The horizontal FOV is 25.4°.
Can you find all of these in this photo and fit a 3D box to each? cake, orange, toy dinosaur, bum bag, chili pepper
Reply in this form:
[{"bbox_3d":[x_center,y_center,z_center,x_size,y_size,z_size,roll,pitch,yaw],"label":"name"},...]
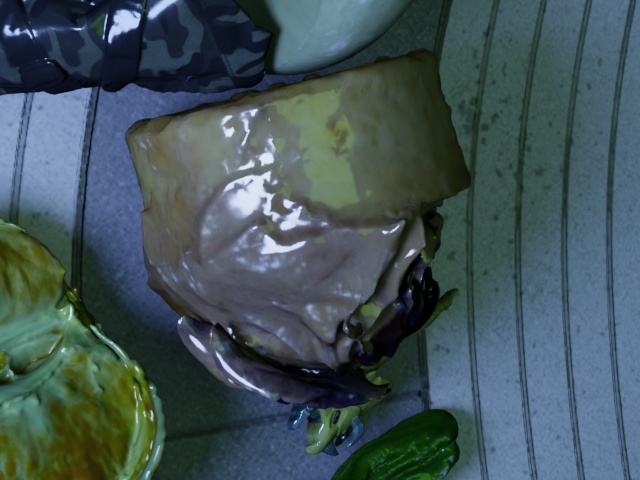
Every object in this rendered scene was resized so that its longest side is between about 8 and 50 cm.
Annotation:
[{"bbox_3d":[-0.004,0.000,1.372,0.332,0.332,0.321,-16,96,-25],"label":"cake"},{"bbox_3d":[-0.300,0.143,1.283,0.334,0.196,0.262,46,58,6],"label":"orange"},{"bbox_3d":[0.045,0.103,1.525,0.259,0.094,0.153,-42,105,-25],"label":"toy dinosaur"},{"bbox_3d":[-0.213,-0.184,1.274,0.341,0.144,0.095,0,58,6],"label":"bum bag"},{"bbox_3d":[0.063,0.271,1.541,0.257,0.074,0.100,-37,105,-22],"label":"chili pepper"}]

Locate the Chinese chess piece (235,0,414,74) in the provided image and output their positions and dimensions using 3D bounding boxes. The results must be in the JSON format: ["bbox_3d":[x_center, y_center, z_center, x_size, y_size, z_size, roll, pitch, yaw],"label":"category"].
[{"bbox_3d":[-0.043,-0.331,1.332,0.146,0.349,0.349,-23,100,-33],"label":"Chinese chess piece"}]
